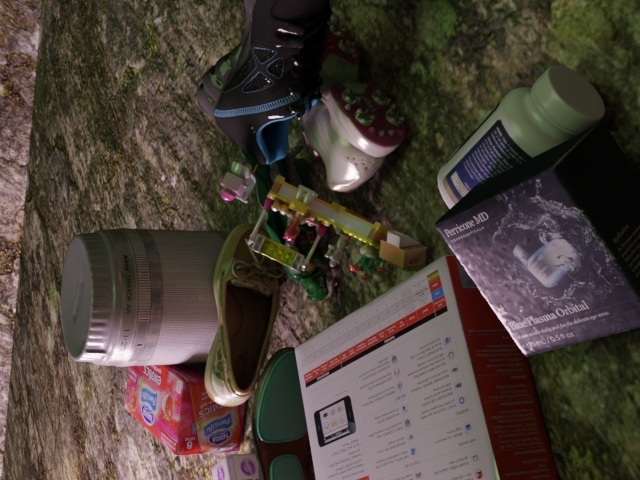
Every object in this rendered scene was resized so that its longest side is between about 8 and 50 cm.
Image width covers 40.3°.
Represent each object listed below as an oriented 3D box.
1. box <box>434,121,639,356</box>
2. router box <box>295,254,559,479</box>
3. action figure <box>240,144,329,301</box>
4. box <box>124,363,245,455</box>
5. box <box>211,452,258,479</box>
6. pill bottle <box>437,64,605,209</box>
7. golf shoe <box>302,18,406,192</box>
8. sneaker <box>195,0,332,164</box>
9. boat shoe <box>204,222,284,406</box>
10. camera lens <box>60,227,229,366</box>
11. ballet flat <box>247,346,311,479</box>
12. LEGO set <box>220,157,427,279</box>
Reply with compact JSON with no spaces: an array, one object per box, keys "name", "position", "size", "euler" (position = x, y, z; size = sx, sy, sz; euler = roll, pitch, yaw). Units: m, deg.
[{"name":"box","position":[0.215,0.004,0.779],"size":[0.158,0.093,0.156],"euler":[55,143,-4]},{"name":"router box","position":[0.104,0.217,1.006],"size":[0.335,0.082,0.301],"euler":[-37,57,50]},{"name":"action figure","position":[-0.030,-0.024,1.235],"size":[0.063,0.137,0.232],"euler":[-27,72,40]},{"name":"box","position":[-0.238,0.265,1.506],"size":[0.257,0.122,0.128],"euler":[17,102,57]},{"name":"box","position":[-0.101,0.489,1.320],"size":[0.067,0.063,0.324],"euler":[-44,51,45]},{"name":"pill bottle","position":[0.201,-0.093,0.874],"size":[0.169,0.094,0.094],"euler":[-50,47,43]},{"name":"golf shoe","position":[0.003,-0.194,1.188],"size":[0.140,0.115,0.306],"euler":[-62,38,38]},{"name":"sneaker","position":[-0.033,-0.233,1.065],"size":[0.140,0.125,0.341],"euler":[52,142,13]},{"name":"boat shoe","position":[-0.106,0.102,1.304],"size":[0.089,0.104,0.285],"euler":[143,134,-60]},{"name":"camera lens","position":[-0.260,0.091,1.411],"size":[0.219,0.274,0.219],"euler":[-6,84,61]},{"name":"ballet flat","position":[-0.063,0.294,1.259],"size":[0.096,0.095,0.280],"euler":[169,103,-66]},{"name":"LEGO set","position":[0.000,0.000,1.126],"size":[0.287,0.132,0.107],"euler":[27,92,19]}]
